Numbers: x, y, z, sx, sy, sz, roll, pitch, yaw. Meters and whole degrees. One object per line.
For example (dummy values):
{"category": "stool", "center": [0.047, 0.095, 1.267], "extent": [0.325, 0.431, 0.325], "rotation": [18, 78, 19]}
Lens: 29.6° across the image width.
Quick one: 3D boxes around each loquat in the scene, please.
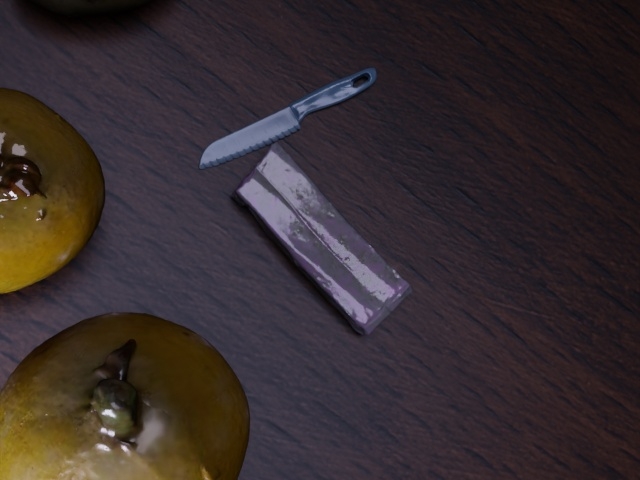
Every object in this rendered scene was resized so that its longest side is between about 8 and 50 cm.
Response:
{"category": "loquat", "center": [-0.248, 0.241, 1.522], "extent": [0.328, 0.359, 0.328], "rotation": [3, 68, -7]}
{"category": "loquat", "center": [-0.417, -0.065, 1.586], "extent": [0.275, 0.275, 0.275], "rotation": [2, 79, -11]}

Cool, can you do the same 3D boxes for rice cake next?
{"category": "rice cake", "center": [-0.002, 0.000, 1.767], "extent": [0.106, 0.050, 0.298], "rotation": [-43, 91, -16]}

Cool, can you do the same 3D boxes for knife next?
{"category": "knife", "center": [-0.047, -0.182, 1.811], "extent": [0.313, 0.019, 0.044], "rotation": [-27, 89, -13]}

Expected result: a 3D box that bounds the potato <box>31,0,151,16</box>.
{"category": "potato", "center": [-0.312, -0.402, 1.728], "extent": [0.262, 0.165, 0.165], "rotation": [-20, 84, -8]}
